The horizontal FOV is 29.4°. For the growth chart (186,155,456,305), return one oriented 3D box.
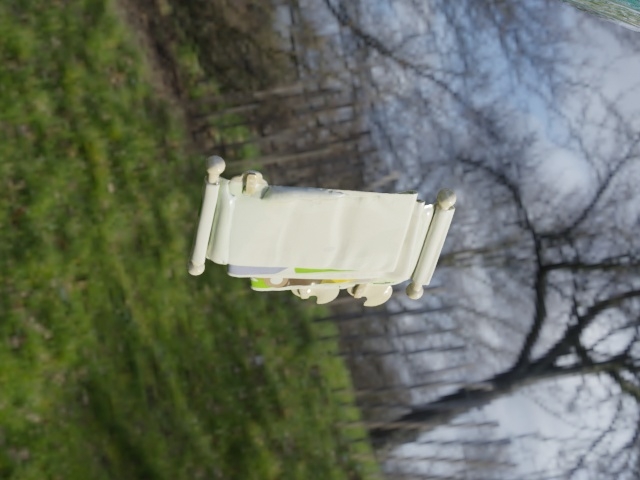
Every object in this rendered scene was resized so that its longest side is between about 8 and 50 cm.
[{"bbox_3d":[0.000,0.000,1.050,0.172,0.237,0.021,116,-26,-48],"label":"growth chart"}]

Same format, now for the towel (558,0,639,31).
[{"bbox_3d":[0.305,-0.162,0.918,0.370,0.271,0.040,-111,-138,-76],"label":"towel"}]
